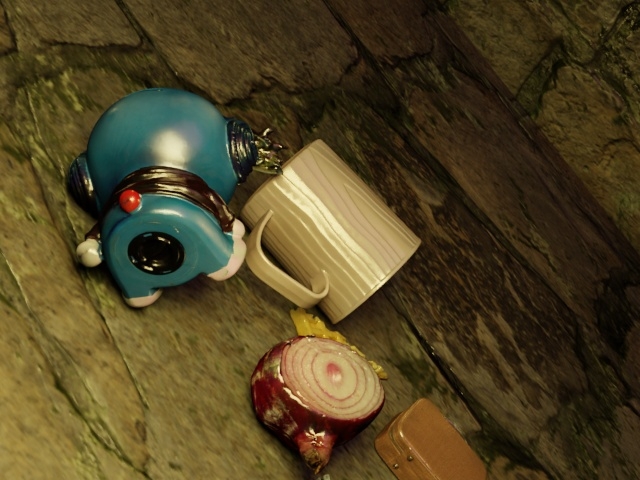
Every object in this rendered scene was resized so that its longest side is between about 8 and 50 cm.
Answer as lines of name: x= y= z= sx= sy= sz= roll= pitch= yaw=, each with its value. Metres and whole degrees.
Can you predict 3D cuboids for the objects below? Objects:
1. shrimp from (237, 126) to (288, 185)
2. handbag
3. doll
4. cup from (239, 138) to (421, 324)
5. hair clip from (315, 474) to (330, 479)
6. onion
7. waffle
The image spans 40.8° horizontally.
shrimp: x=-0.181 y=-0.155 z=1.465 sx=0.289 sy=0.178 sz=0.075 roll=16 pitch=75 yaw=12
handbag: x=0.192 y=0.368 z=1.446 sx=0.193 sy=0.072 sz=0.151 roll=49 pitch=33 yaw=4
doll: x=-0.232 y=-0.085 z=1.270 sx=0.310 sy=0.284 sz=0.240 roll=-95 pitch=175 yaw=-48
cup: x=-0.005 y=0.004 z=1.501 sx=0.288 sy=0.208 sz=0.273 roll=-43 pitch=91 yaw=-22
hair clip: x=0.032 y=0.397 z=1.265 sx=0.030 sy=0.039 sz=0.115 roll=-2 pitch=56 yaw=-56
onion: x=-0.012 y=0.256 z=1.265 sx=0.195 sy=0.140 sz=0.218 roll=26 pitch=39 yaw=-24
waffle: x=0.038 y=0.180 z=1.504 sx=0.191 sy=0.032 sz=0.125 roll=14 pitch=43 yaw=-44
